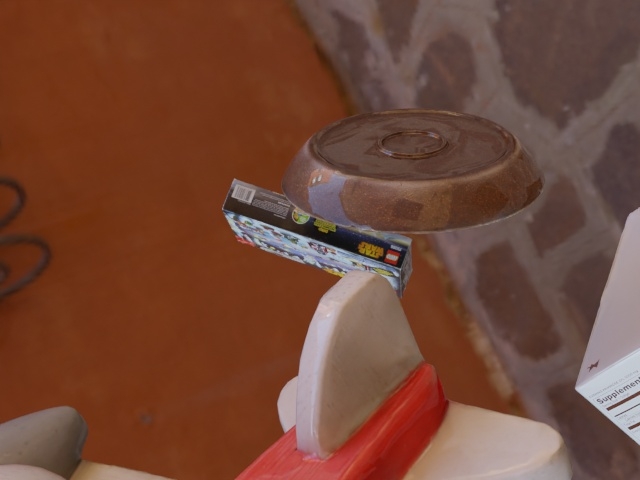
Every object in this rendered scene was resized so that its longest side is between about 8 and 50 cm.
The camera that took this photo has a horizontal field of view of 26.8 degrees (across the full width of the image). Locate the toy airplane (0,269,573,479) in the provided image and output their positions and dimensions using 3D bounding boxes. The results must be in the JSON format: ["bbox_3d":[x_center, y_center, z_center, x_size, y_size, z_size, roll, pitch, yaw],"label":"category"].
[{"bbox_3d":[-0.062,0.168,0.615,0.272,0.386,0.384,45,-160,-37],"label":"toy airplane"}]

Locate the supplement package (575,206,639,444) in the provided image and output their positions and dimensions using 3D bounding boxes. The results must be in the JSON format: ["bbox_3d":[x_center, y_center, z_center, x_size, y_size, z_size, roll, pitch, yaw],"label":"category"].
[{"bbox_3d":[0.308,0.067,0.886,0.203,0.194,0.149,40,133,-10],"label":"supplement package"}]

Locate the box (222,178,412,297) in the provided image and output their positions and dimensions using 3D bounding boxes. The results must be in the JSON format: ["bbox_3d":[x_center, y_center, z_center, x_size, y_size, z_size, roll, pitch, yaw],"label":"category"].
[{"bbox_3d":[0.000,0.000,0.993,0.137,0.027,0.094,19,168,9],"label":"box"}]

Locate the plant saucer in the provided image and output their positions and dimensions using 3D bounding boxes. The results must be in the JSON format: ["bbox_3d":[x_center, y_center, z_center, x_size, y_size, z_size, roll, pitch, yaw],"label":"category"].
[{"bbox_3d":[0.059,-0.051,0.858,0.168,0.168,0.029,35,134,51],"label":"plant saucer"}]
